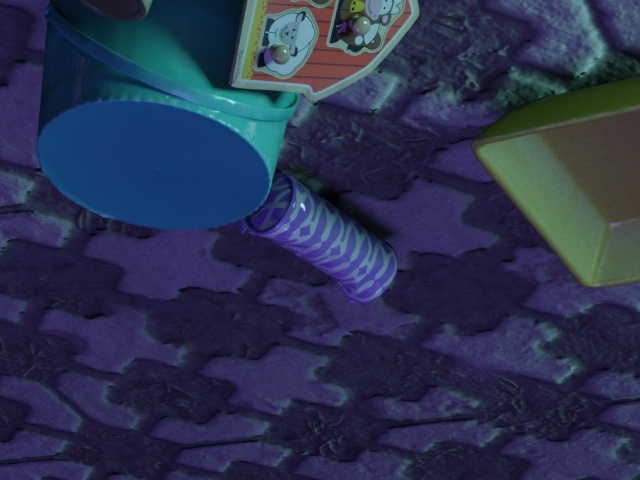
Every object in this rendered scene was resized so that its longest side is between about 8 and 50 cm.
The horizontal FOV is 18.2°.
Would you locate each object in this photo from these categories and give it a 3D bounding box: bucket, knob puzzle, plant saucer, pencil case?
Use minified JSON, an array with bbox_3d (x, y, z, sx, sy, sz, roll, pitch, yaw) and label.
[{"bbox_3d":[-0.155,-0.148,2.032,0.281,0.183,0.281,5,149,3],"label":"bucket"},{"bbox_3d":[0.016,-0.221,1.918,0.213,0.213,0.030,35,-176,-39],"label":"knob puzzle"},{"bbox_3d":[0.376,-0.082,2.148,0.332,0.081,0.333,-11,146,27],"label":"plant saucer"},{"bbox_3d":[0.000,0.000,2.346,0.206,0.086,0.088,33,106,-36],"label":"pencil case"}]

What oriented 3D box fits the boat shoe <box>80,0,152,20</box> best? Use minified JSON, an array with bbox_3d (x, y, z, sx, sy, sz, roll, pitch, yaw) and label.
[{"bbox_3d":[-0.214,-0.330,1.816,0.113,0.103,0.302,11,153,17],"label":"boat shoe"}]
